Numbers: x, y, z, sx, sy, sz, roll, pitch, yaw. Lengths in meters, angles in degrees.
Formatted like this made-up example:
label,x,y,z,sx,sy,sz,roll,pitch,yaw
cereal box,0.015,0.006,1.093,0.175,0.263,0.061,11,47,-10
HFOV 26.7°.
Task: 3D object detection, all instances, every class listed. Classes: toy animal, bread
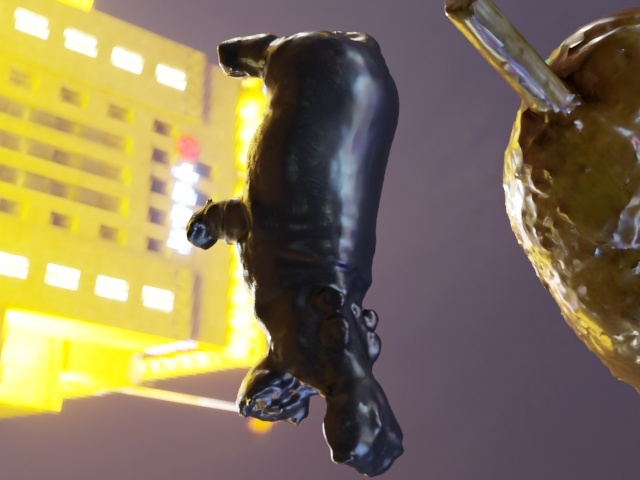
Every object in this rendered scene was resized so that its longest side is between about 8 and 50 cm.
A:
label,x,y,z,sx,sy,sz,roll,pitch,yaw
toy animal,-0.013,0.008,1.013,0.168,0.106,0.343,-12,-107,37
bread,0.151,0.023,0.441,0.124,0.344,0.084,-56,-150,-6
